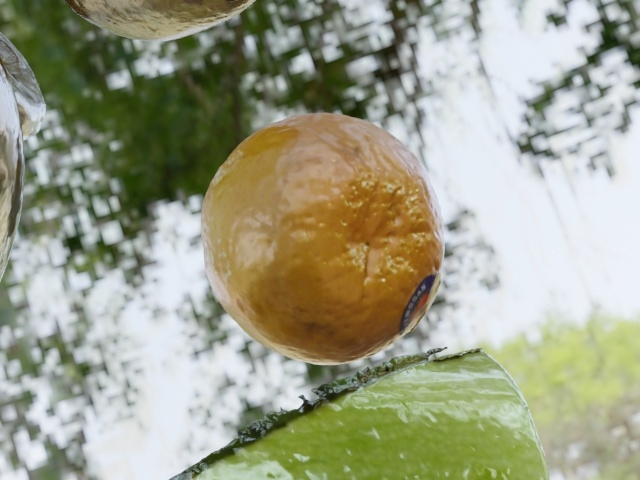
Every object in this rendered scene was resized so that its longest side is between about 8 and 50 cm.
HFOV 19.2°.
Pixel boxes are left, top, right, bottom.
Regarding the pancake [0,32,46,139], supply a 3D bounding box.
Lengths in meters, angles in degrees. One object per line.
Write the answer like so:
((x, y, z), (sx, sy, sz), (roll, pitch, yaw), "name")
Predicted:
((-0.336, -0.189, 1.552), (0.049, 0.294, 0.294), (-46, -22, 6), "pancake")

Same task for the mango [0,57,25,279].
((-0.213, 0.013, 0.809), (0.193, 0.146, 0.316), (-46, -22, -38), "mango")

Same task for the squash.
((-0.057, 0.186, 0.995), (0.309, 0.210, 0.233), (4, -42, -21), "squash")

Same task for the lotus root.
((-0.124, -0.220, 1.395), (0.260, 0.145, 0.128), (-5, 31, 49), "lotus root")

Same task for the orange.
((0.002, -0.002, 1.327), (0.177, 0.177, 0.155), (-7, 17, -32), "orange")
